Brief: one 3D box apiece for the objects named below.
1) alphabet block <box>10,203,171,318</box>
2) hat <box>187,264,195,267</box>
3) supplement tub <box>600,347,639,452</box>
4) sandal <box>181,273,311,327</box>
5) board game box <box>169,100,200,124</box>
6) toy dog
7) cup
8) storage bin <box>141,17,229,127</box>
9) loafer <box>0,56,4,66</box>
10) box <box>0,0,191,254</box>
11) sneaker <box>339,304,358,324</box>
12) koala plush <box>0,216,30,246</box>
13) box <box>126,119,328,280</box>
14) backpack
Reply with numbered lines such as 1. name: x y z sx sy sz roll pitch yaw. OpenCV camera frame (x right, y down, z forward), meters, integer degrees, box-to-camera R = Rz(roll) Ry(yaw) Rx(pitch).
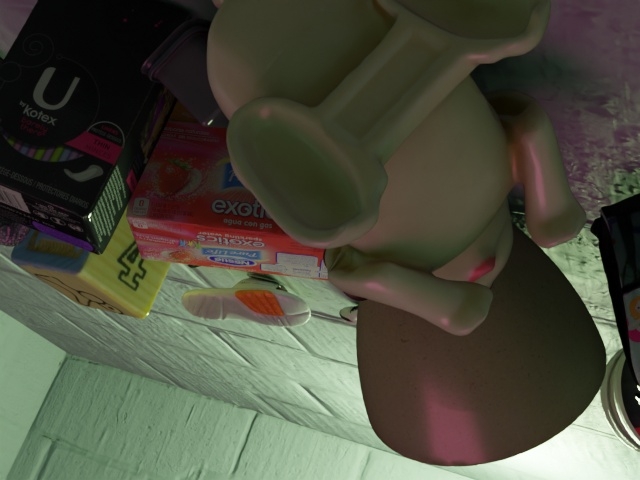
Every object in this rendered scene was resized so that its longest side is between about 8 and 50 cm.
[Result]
1. alphabet block: -0.402 0.008 1.804 0.192 0.193 0.197 10 158 34
2. hat: -0.167 -0.064 1.615 0.208 0.184 0.173 -17 177 -15
3. supplement tub: 0.514 0.196 1.317 0.191 0.191 0.272 24 161 -7
4. sandal: -0.145 0.107 1.967 0.265 0.076 0.102 4 135 15
5. board game box: -0.180 -0.145 1.322 0.259 0.039 0.124 21 162 -26
6. toy dog: 0.058 -0.068 0.985 0.395 0.285 0.408 28 167 33
7. cup: 0.178 0.090 1.287 0.331 0.331 0.237 4 129 41
8. storage bin: -0.107 -0.174 1.062 0.091 0.098 0.135 51 -163 8
9. loafer: -0.512 -0.239 1.466 0.170 0.062 0.061 3 158 47
10. box: -0.271 -0.147 1.123 0.165 0.270 0.143 21 161 1
11. sneaker: 0.078 0.133 1.868 0.109 0.040 0.044 0 135 40
12. koala plush: -0.535 -0.134 1.606 0.221 0.196 0.203 30 148 -20
13. box: -0.083 -0.047 1.281 0.300 0.142 0.154 6 158 1
14. backpack: 0.407 0.087 1.056 0.191 0.254 0.225 -15 142 29
